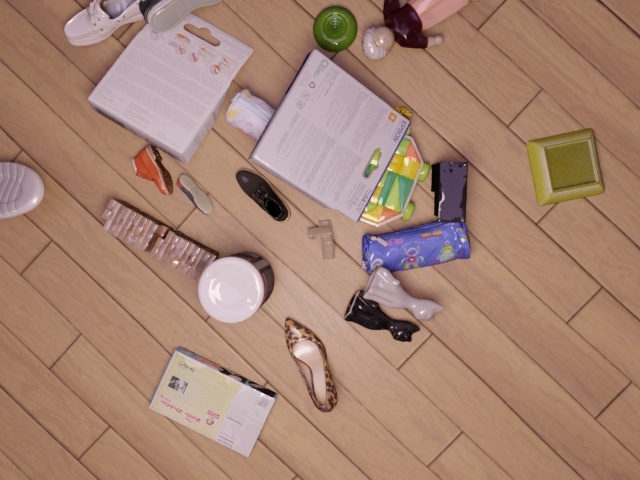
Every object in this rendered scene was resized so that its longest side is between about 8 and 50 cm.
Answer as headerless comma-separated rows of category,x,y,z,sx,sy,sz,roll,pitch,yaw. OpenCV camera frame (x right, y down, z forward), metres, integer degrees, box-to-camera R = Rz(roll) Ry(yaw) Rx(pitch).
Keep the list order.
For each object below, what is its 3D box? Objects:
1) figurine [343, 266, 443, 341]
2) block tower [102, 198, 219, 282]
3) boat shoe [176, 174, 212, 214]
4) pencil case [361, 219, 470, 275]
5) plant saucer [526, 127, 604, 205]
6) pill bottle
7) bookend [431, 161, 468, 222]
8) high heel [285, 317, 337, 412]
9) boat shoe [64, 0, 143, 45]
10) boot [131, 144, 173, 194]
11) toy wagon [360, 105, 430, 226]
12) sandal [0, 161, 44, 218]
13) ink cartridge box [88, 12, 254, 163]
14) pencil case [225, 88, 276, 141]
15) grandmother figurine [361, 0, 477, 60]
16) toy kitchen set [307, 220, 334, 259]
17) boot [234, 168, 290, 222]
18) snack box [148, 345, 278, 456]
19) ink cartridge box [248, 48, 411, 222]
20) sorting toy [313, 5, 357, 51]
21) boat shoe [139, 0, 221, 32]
figurine,0.200,0.187,1.390,0.209,0.215,0.092,27,50,-4
block tower,-0.451,0.002,1.462,0.335,0.097,0.091,29,93,4
boat shoe,-0.363,-0.126,1.479,0.137,0.049,0.043,49,135,-1
pencil case,0.256,0.014,1.407,0.305,0.133,0.119,-10,51,2
plant saucer,0.686,-0.205,1.421,0.188,0.045,0.188,-11,91,3
pill bottle,-0.208,0.114,1.354,0.161,0.283,0.161,0,92,3
bookend,0.344,-0.130,1.389,0.072,0.156,0.157,1,95,3
high heel,-0.030,0.334,1.398,0.093,0.186,0.261,-31,90,3
boat shoe,-0.612,-0.646,1.453,0.277,0.096,0.098,-25,90,3
boot,-0.484,-0.189,1.479,0.084,0.059,0.158,-29,81,6
toy wagon,0.167,-0.218,1.436,0.267,0.068,0.345,21,92,2
sandal,-0.954,-0.128,1.487,0.416,0.102,0.170,-4,76,16
ink cartridge box,-0.416,-0.457,1.473,0.308,0.091,0.385,30,76,2
pencil case,-0.130,-0.302,1.423,0.273,0.124,0.113,36,94,3
grandmother figurine,0.255,-0.617,1.411,0.342,0.104,0.208,-36,81,0
toy kitchen set,0.000,0.000,1.468,0.068,0.075,0.083,-7,51,0
boot,-0.164,-0.132,1.421,0.198,0.137,0.077,39,93,2
snack box,-0.307,0.461,1.478,0.321,0.060,0.187,26,92,2
ink cartridge box,0.030,-0.264,1.344,0.330,0.071,0.324,32,81,-20
sorting toy,0.031,-0.576,1.408,0.127,0.126,0.366,18,93,3
boat shoe,-0.365,-0.700,1.431,0.302,0.114,0.091,-33,71,-11
